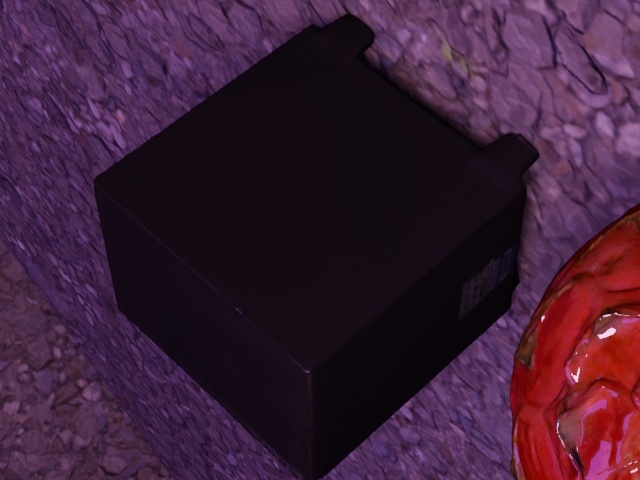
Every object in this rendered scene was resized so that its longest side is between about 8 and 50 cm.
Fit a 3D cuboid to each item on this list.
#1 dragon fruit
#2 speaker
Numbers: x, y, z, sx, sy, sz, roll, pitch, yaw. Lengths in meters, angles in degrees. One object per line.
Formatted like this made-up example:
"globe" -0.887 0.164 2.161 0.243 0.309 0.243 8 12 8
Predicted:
"dragon fruit" 0.221 0.088 0.827 0.240 0.252 0.241 10 136 10
"speaker" 0.000 0.000 1.088 0.232 0.254 0.184 39 153 24
